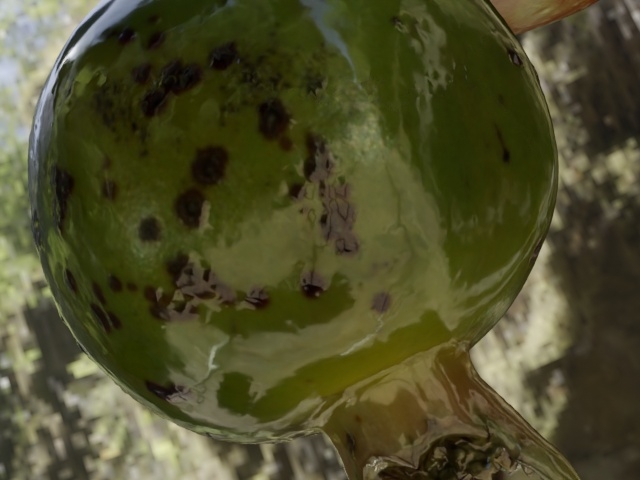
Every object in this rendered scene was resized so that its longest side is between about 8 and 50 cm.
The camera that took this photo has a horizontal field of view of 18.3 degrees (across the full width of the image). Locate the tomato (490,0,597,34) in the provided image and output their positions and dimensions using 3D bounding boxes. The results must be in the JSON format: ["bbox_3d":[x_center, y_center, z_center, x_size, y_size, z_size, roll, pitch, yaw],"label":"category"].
[{"bbox_3d":[0.056,-0.224,1.003,0.222,0.270,0.270,-42,-32,20],"label":"tomato"}]

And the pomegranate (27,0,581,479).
[{"bbox_3d":[0.012,-0.004,0.722,0.198,0.246,0.198,-55,-8,-12],"label":"pomegranate"}]
